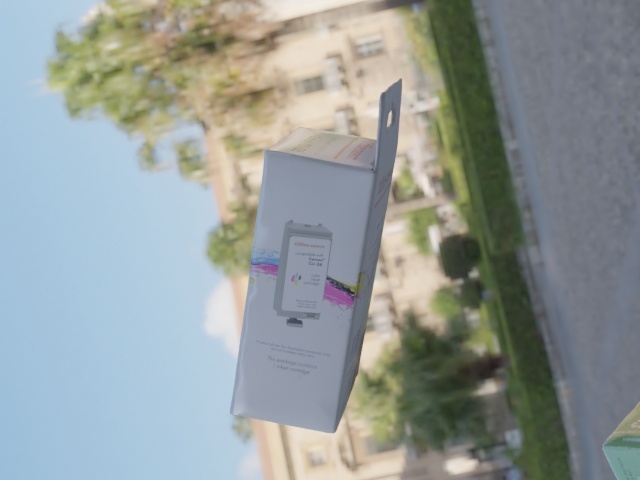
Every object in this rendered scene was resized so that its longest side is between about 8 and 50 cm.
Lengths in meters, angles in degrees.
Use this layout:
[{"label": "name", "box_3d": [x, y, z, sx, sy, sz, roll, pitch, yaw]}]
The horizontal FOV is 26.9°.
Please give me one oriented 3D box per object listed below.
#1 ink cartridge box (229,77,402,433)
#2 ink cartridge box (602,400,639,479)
[{"label": "ink cartridge box", "box_3d": [0.000, 0.000, 0.798, 0.115, 0.067, 0.198, -54, -27, -76]}, {"label": "ink cartridge box", "box_3d": [0.274, 0.115, 0.761, 0.235, 0.056, 0.171, -39, -71, -34]}]
